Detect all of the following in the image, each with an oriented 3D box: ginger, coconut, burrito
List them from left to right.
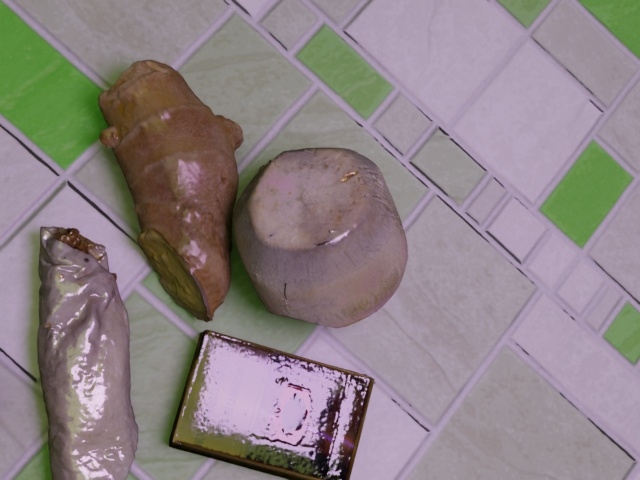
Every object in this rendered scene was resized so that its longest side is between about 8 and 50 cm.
[{"bbox_3d":[-0.294,0.174,1.168,0.117,0.076,0.391,-3,83,-21],"label":"burrito"},{"bbox_3d":[-0.185,-0.066,1.217,0.190,0.126,0.353,-6,84,-26],"label":"ginger"},{"bbox_3d":[0.002,-0.001,1.207,0.227,0.230,0.227,-4,60,8],"label":"coconut"}]

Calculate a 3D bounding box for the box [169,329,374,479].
[{"bbox_3d":[-0.064,0.225,1.222,0.240,0.071,0.159,18,74,-10],"label":"box"}]
